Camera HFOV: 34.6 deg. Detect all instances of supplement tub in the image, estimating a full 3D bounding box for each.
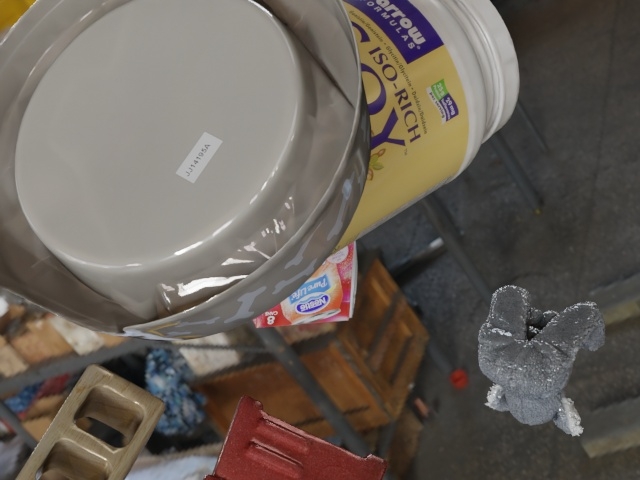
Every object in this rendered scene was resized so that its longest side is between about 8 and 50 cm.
[{"bbox_3d":[0.016,-0.127,1.043,0.331,0.241,0.241,-32,18,-27],"label":"supplement tub"}]

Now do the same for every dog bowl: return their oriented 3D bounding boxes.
[{"bbox_3d":[-0.118,-0.078,0.819,0.349,0.102,0.348,-8,66,19],"label":"dog bowl"}]

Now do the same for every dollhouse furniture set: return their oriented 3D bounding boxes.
[{"bbox_3d":[-0.165,0.185,0.730,0.201,0.374,0.152,-63,1,41],"label":"dollhouse furniture set"}]

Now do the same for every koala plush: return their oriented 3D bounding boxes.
[{"bbox_3d":[0.354,0.226,1.713,0.196,0.221,0.203,14,44,27],"label":"koala plush"}]

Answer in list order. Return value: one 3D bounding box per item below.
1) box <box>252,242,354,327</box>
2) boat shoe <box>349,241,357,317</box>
[{"bbox_3d":[-0.055,0.009,1.386,0.128,0.122,0.257,-4,22,-18],"label":"box"},{"bbox_3d":[0.000,0.000,1.609,0.094,0.109,0.302,-1,46,-7],"label":"boat shoe"}]
